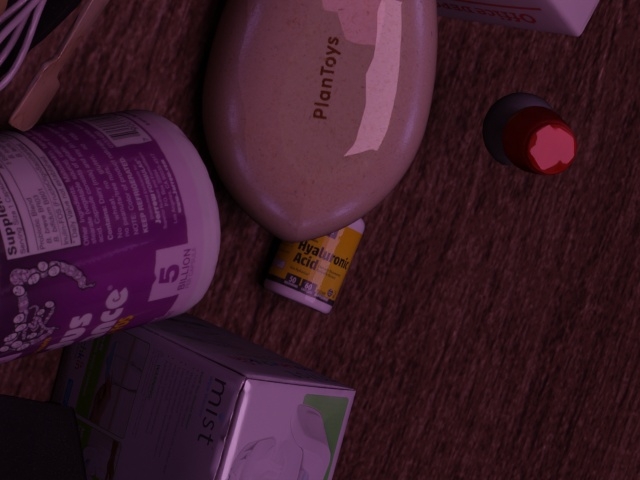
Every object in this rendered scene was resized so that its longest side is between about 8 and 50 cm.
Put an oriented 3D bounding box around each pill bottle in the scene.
[{"bbox_3d":[0.000,0.000,1.730,0.065,0.065,0.116,25,86,-44],"label":"pill bottle"},{"bbox_3d":[-0.236,0.005,1.446,0.301,0.169,0.169,-14,113,-38],"label":"pill bottle"}]

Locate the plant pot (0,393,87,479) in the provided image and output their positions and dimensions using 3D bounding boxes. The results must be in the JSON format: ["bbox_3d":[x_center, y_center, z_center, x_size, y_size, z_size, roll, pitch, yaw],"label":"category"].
[{"bbox_3d":[-0.281,0.190,1.474,0.187,0.188,0.167,16,80,-43],"label":"plant pot"}]

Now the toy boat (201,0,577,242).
[{"bbox_3d":[0.059,-0.116,1.661,0.318,0.148,0.268,14,99,-10],"label":"toy boat"}]

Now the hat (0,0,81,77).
[{"bbox_3d":[-0.268,-0.223,1.352,0.331,0.134,0.331,-55,165,-22],"label":"hat"}]

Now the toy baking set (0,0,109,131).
[{"bbox_3d":[-0.187,-0.198,1.361,0.197,0.030,0.256,-46,156,-27],"label":"toy baking set"}]

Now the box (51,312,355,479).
[{"bbox_3d":[-0.119,0.203,1.576,0.126,0.231,0.262,11,96,-43],"label":"box"}]

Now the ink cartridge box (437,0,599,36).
[{"bbox_3d":[0.117,-0.283,1.643,0.353,0.207,0.119,41,73,-42],"label":"ink cartridge box"}]
